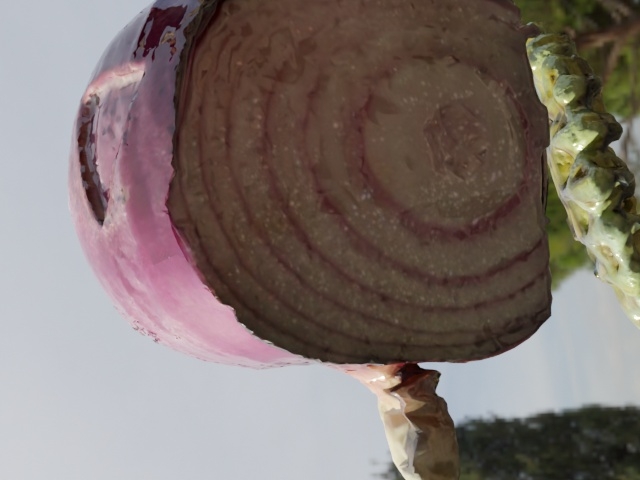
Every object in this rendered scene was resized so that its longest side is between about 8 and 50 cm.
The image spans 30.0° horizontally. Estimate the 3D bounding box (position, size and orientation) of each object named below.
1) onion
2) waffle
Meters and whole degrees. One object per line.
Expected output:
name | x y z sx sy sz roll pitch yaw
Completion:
onion | -0.007 -0.028 0.633 0.230 0.256 0.272 -11 57 67
waffle | 0.200 -0.047 0.889 0.223 0.054 0.204 -99 -14 -45
